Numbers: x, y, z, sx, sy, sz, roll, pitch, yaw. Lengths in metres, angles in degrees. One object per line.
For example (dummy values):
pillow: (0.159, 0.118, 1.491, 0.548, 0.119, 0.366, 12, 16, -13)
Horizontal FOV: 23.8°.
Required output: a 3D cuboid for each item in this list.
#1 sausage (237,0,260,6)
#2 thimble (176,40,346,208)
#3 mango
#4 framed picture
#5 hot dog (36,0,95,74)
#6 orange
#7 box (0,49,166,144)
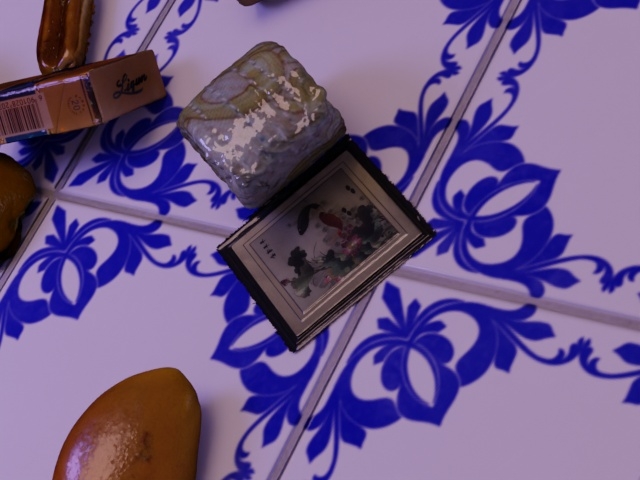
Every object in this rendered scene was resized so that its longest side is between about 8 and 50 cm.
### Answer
sausage: (-0.007, -0.388, 1.824, 0.253, 0.123, 0.123, -24, 48, 16)
thimble: (-0.063, -0.123, 1.644, 0.143, 0.137, 0.190, -39, 22, -3)
mango: (-0.190, 0.223, 1.509, 0.141, 0.102, 0.217, 15, 69, 31)
framed picture: (0.000, 0.000, 1.615, 0.199, 0.010, 0.195, -40, 46, 0)
hot dog: (-0.332, -0.279, 1.993, 0.072, 0.055, 0.188, -13, 52, 20)
orange: (-0.429, -0.043, 1.852, 0.160, 0.112, 0.170, -37, 58, 3)
box: (-0.329, -0.169, 1.850, 0.237, 0.070, 0.152, -7, 14, 26)
